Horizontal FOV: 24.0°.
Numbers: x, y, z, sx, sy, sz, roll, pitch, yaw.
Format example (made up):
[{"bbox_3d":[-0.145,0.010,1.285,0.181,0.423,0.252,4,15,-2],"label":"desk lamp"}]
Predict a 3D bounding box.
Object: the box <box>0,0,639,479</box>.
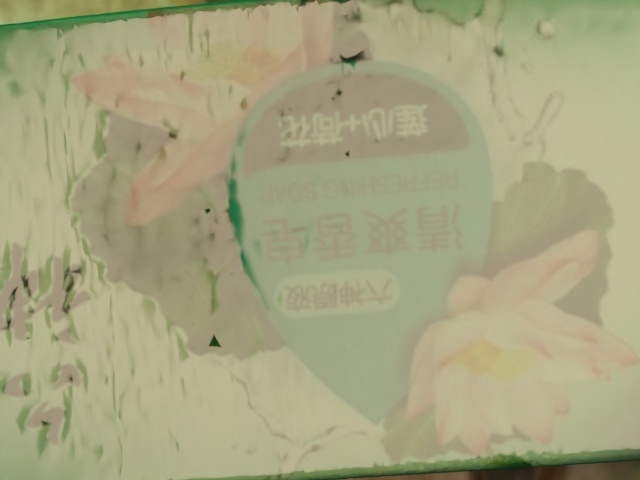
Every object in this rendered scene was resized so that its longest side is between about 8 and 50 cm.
[{"bbox_3d":[0.000,0.000,0.499,0.245,0.092,0.153,-5,88,5],"label":"box"}]
